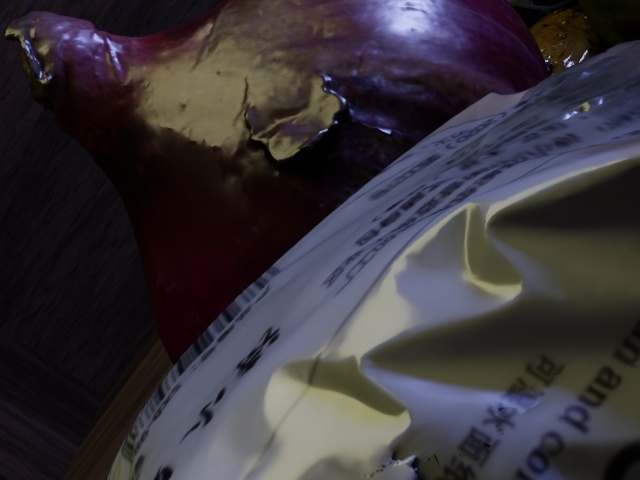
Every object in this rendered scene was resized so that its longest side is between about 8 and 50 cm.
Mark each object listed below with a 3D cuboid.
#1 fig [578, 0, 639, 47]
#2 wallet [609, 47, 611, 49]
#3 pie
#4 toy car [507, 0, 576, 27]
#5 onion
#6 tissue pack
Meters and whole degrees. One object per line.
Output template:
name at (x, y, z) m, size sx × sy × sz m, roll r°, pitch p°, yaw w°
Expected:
fig at (0.246, -0.206, 0.811) m, size 0.259 × 0.151 × 0.151 m, roll -51°, pitch 6°, yaw -14°
wallet at (0.244, -0.201, 1.001) m, size 0.255 × 0.031 × 0.137 m, roll -47°, pitch -19°, yaw -54°
pie at (0.139, -0.097, 1.247) m, size 0.273 × 0.069 × 0.273 m, roll -44°, pitch 7°, yaw 7°
toy car at (0.185, -0.220, 1.303) m, size 0.205 × 0.056 × 0.095 m, roll -27°, pitch -6°, yaw -33°
onion at (-0.036, -0.058, 0.998) m, size 0.348 × 0.385 × 0.348 m, roll -157°, pitch 90°, yaw -80°
tissue pack at (0.068, 0.056, 0.591) m, size 0.375 × 0.195 × 0.390 m, roll -52°, pitch 8°, yaw -3°
